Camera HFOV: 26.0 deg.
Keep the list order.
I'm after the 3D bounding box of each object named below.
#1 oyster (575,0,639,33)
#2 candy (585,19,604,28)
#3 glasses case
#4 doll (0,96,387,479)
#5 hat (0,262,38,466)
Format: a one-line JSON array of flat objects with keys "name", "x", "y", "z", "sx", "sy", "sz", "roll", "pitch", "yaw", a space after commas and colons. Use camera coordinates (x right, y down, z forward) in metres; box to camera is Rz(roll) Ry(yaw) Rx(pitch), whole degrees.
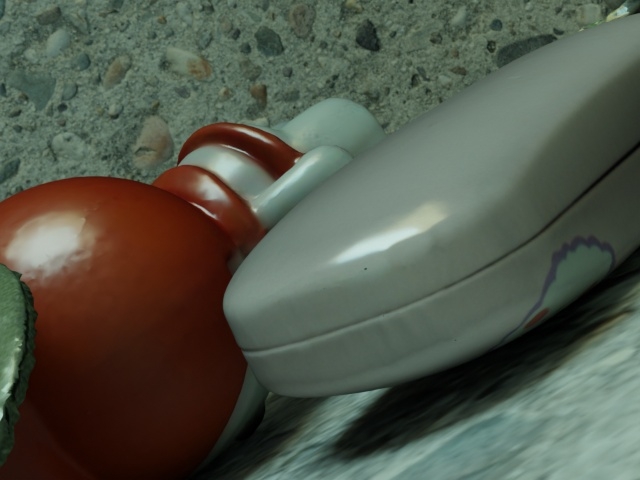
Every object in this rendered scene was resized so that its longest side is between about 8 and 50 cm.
[{"name": "oyster", "x": 0.235, "y": -0.153, "z": 0.876, "sx": 0.271, "sy": 0.100, "sz": 0.275, "roll": -30, "pitch": 15, "yaw": 45}, {"name": "candy", "x": 0.281, "y": -0.175, "z": 1.276, "sx": 0.061, "sy": 0.061, "sz": 0.202, "roll": -28, "pitch": -4, "yaw": 28}, {"name": "glasses case", "x": 0.076, "y": -0.025, "z": 0.508, "sx": 0.113, "sy": 0.075, "sz": 0.297, "roll": -20, "pitch": 8, "yaw": 38}, {"name": "doll", "x": -0.089, "y": 0.042, "z": 0.530, "sx": 0.290, "sy": 0.130, "sz": 0.161, "roll": -40, "pitch": 13, "yaw": -30}, {"name": "hat", "x": -0.213, "y": 0.065, "z": 0.387, "sx": 0.257, "sy": 0.130, "sz": 0.257, "roll": -33, "pitch": 30, "yaw": 22}]
